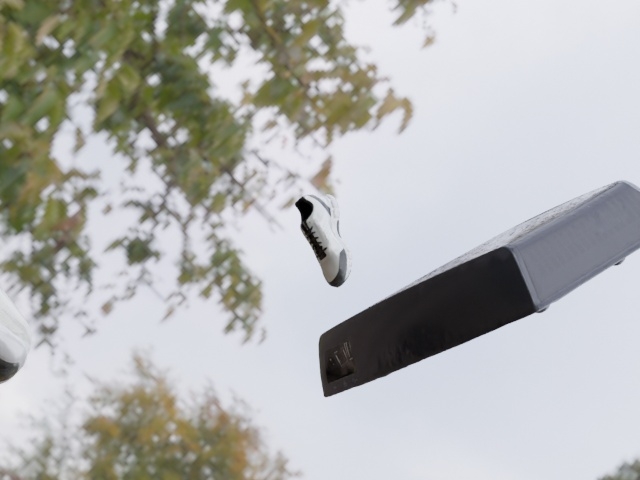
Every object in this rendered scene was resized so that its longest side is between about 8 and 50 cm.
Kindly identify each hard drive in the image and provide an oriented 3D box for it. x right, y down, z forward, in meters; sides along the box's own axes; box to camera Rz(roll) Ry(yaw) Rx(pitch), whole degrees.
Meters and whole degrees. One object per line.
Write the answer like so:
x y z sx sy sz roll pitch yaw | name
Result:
0.112 0.035 0.941 0.255 0.172 0.054 -31 -94 54 | hard drive

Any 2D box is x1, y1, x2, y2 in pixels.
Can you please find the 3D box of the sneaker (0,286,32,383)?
-0.263 -0.041 0.792 0.292 0.118 0.110 47 -36 6 | sneaker

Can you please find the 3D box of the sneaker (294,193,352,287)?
0.000 0.000 1.349 0.040 0.044 0.109 -42 -128 37 | sneaker
